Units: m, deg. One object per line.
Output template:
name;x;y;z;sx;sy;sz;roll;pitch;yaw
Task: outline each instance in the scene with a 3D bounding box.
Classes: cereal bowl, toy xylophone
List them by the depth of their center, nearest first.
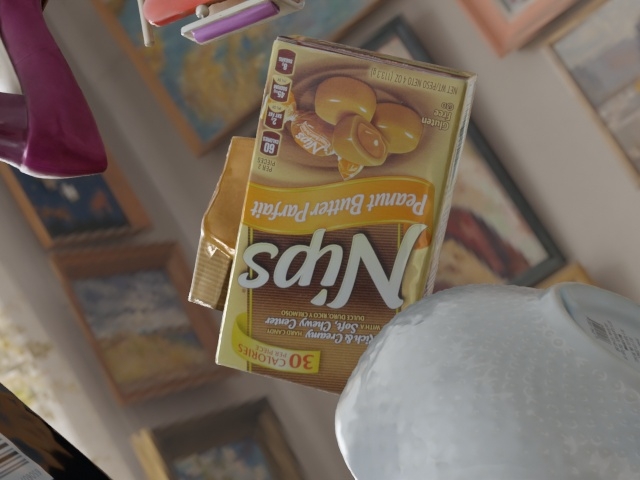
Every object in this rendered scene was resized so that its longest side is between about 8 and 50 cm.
cereal bowl;0.186;0.128;0.982;0.339;0.339;0.141;-7;-51;-61
toy xylophone;-0.122;-0.336;1.647;0.236;0.323;0.081;-25;-29;16

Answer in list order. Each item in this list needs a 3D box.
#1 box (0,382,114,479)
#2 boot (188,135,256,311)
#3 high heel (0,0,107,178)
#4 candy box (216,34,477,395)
box;-0.415;0.296;1.089;0.472;0.480;0.297;-51;-6;10
boot;0.000;0.000;1.637;0.104;0.295;0.211;21;-94;-64
high heel;-0.339;-0.228;1.926;0.181;0.377;0.127;14;-37;-13
candy box;0.023;-0.019;1.431;0.087;0.183;0.316;-34;-44;-73
